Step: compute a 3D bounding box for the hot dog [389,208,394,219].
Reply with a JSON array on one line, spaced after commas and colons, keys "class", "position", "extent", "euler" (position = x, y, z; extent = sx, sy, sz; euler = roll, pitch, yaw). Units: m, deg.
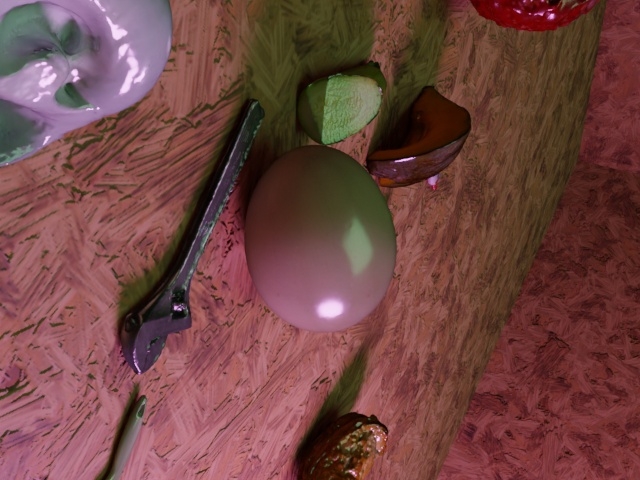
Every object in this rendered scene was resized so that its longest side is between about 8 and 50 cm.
[{"class": "hot dog", "position": [0.109, -0.020, 1.187], "extent": [0.037, 0.021, 0.083], "euler": [28, 84, -43]}]

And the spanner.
[{"class": "spanner", "position": [-0.133, -0.009, 0.710], "extent": [0.326, 0.026, 0.093], "euler": [-68, 154, -10]}]

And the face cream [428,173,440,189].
[{"class": "face cream", "position": [0.238, -0.140, 1.363], "extent": [0.040, 0.021, 0.083], "euler": [-53, 150, -31]}]

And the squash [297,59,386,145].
[{"class": "squash", "position": [0.052, -0.203, 0.887], "extent": [0.200, 0.075, 0.090], "euler": [-44, 118, -46]}]

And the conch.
[{"class": "conch", "position": [-0.196, -0.120, 0.395], "extent": [0.221, 0.121, 0.185], "euler": [-24, 141, -50]}]

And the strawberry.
[{"class": "strawberry", "position": [0.390, -0.508, 1.128], "extent": [0.310, 0.291, 0.292], "euler": [-18, 123, -51]}]

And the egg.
[{"class": "egg", "position": [0.000, 0.000, 0.791], "extent": [0.186, 0.185, 0.242], "euler": [-40, 135, -47]}]

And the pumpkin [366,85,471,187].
[{"class": "pumpkin", "position": [0.200, -0.156, 1.138], "extent": [0.254, 0.149, 0.131], "euler": [-51, 140, -38]}]

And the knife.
[{"class": "knife", "position": [-0.231, 0.267, 0.711], "extent": [0.030, 0.014, 0.207], "euler": [21, 89, -66]}]

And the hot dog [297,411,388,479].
[{"class": "hot dog", "position": [0.024, 0.445, 1.234], "extent": [0.259, 0.114, 0.175], "euler": [-48, 151, -37]}]
